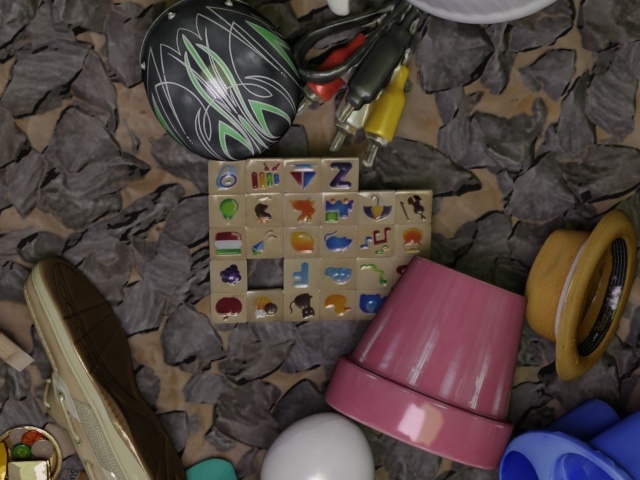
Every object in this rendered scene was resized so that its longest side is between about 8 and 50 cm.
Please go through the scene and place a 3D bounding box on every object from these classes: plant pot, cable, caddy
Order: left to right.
[{"bbox_3d":[0.078,-0.225,1.873,0.139,0.072,0.287,37,85,7],"label":"cable"},{"bbox_3d":[0.125,0.120,1.862,0.201,0.201,0.180,21,92,-8],"label":"plant pot"},{"bbox_3d":[0.325,0.326,1.871,0.179,0.241,0.341,-34,103,-29],"label":"caddy"}]

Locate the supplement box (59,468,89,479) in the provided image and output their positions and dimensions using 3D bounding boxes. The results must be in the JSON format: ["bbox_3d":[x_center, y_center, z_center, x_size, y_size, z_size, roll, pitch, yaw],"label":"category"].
[{"bbox_3d":[-0.273,0.306,1.938,0.036,0.062,0.098,9,100,-4],"label":"supplement box"}]

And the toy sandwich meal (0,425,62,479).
[{"bbox_3d":[-0.321,0.244,1.939,0.085,0.029,0.086,-1,101,-4],"label":"toy sandwich meal"}]

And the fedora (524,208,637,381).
[{"bbox_3d":[0.270,0.051,1.895,0.079,0.194,0.194,20,101,27],"label":"fedora"}]

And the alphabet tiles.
[{"bbox_3d":[0.000,0.000,1.893,0.237,0.009,0.198,-1,118,-4],"label":"alphabet tiles"}]

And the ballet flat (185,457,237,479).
[{"bbox_3d":[-0.181,0.340,1.938,0.247,0.087,0.083,-41,102,5],"label":"ballet flat"}]

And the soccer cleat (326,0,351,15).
[{"bbox_3d":[-0.007,-0.326,1.831,0.076,0.068,0.196,-10,95,3],"label":"soccer cleat"}]

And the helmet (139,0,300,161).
[{"bbox_3d":[-0.100,-0.163,1.799,0.169,0.161,0.169,0,92,4],"label":"helmet"}]

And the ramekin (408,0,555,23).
[{"bbox_3d":[0.152,-0.358,1.753,0.277,0.135,0.277,0,92,15],"label":"ramekin"}]

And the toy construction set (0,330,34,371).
[{"bbox_3d":[-0.410,0.232,1.860,0.237,0.257,0.309,42,85,-27],"label":"toy construction set"}]

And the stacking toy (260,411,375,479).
[{"bbox_3d":[-0.082,0.394,1.840,0.350,0.350,0.480,23,94,-8],"label":"stacking toy"}]

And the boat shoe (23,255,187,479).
[{"bbox_3d":[-0.249,0.164,1.891,0.098,0.109,0.302,-23,98,22],"label":"boat shoe"}]
